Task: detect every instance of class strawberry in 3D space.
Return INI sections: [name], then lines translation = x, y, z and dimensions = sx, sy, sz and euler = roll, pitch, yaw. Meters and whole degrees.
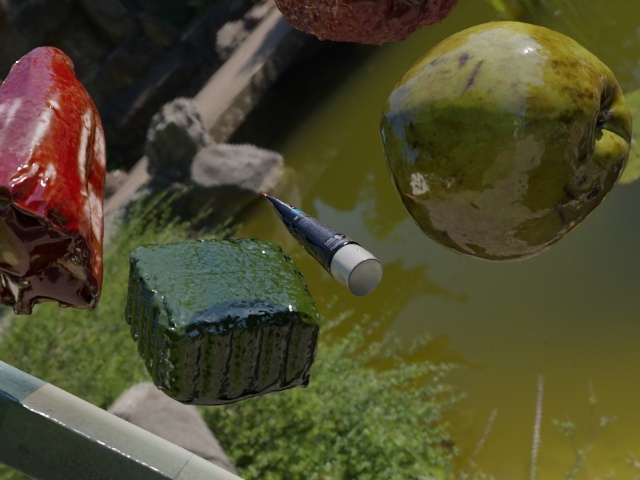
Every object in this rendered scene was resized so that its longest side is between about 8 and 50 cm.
[strawberry]
translation = 0.056, -0.424, 1.512
dimensions = 0.351, 0.312, 0.267
euler = -16, 53, 55

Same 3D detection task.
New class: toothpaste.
[toothpaste]
translation = 0.000, 0.000, 1.056
dimensions = 0.045, 0.071, 0.193
euler = -51, 42, 0

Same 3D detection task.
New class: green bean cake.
[green bean cake]
translation = -0.189, 0.148, 1.763
dimensions = 0.335, 0.319, 0.218
euler = -124, 38, -55

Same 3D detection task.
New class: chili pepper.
[chili pepper]
translation = -0.225, -0.062, 0.792
dimensions = 0.136, 0.144, 0.253
euler = -45, 29, 35

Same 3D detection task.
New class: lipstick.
[lipstick]
translation = -0.193, 0.211, 0.886
dimensions = 0.068, 0.317, 0.066
euler = -43, -23, -79

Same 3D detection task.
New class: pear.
[pear]
translation = 0.236, -0.129, 1.199
dimensions = 0.304, 0.304, 0.304
euler = -39, 20, 17

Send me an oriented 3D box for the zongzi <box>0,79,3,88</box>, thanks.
[zongzi]
translation = -0.474, -0.180, 1.114
dimensions = 0.145, 0.300, 0.274
euler = -48, -24, -6
